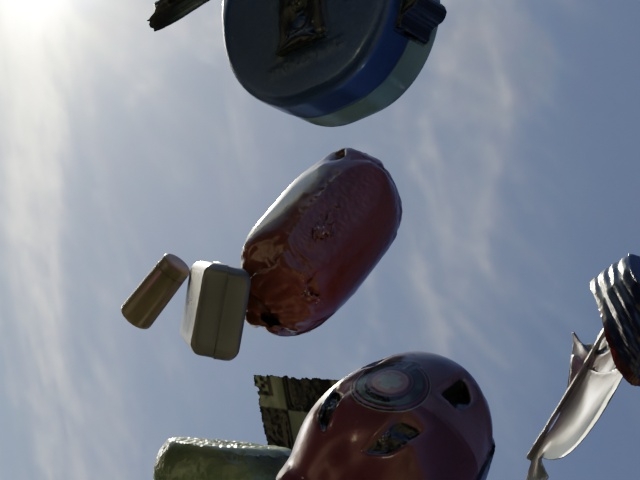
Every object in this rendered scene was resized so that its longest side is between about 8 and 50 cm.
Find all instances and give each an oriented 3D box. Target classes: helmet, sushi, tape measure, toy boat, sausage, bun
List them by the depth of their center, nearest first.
[{"bbox_3d":[-0.046,-0.199,1.374,0.351,0.098,0.215,-22,-115,34],"label":"tape measure"},{"bbox_3d":[0.084,0.198,1.544,0.198,0.253,0.154,22,-77,31],"label":"helmet"},{"bbox_3d":[0.322,0.165,1.716,0.318,0.072,0.219,-66,-169,1],"label":"toy boat"},{"bbox_3d":[0.000,0.000,1.786,0.152,0.279,0.152,23,-40,21],"label":"sausage"},{"bbox_3d":[-0.117,0.310,1.826,0.195,0.195,0.118,-9,-108,64],"label":"bun"},{"bbox_3d":[0.075,0.357,2.233,0.296,0.100,0.373,0,-68,31],"label":"sushi"}]

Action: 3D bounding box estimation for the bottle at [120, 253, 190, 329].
[{"bbox_3d":[-0.203,0.062,1.802,0.096,0.045,0.045,-50,-134,14],"label":"bottle"}]

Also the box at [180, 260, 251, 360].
[{"bbox_3d":[-0.122,0.076,1.648,0.244,0.055,0.103,179,-79,-82],"label":"box"}]
